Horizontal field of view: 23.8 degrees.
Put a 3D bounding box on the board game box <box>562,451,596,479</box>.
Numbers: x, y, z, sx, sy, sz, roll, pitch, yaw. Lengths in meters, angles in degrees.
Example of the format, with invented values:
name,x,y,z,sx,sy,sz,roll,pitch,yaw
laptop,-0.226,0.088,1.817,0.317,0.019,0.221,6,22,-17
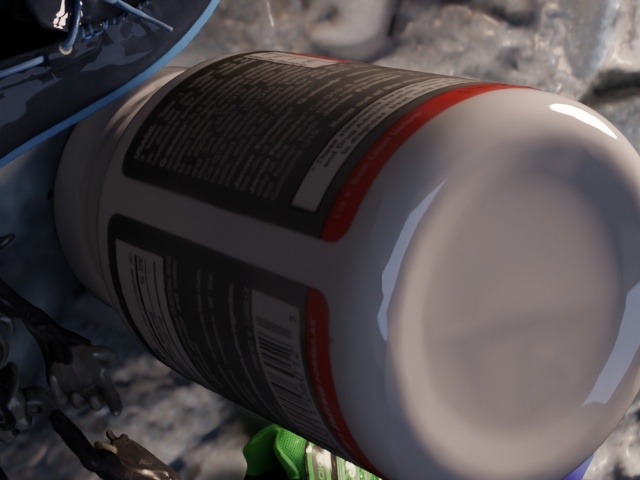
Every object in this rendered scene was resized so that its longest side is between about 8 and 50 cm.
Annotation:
name,x,y,z,sx,sy,sz,roll,pitch,yaw
board game box,0.139,0.046,1.179,0.317,0.046,0.214,35,79,-36

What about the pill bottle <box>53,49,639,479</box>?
name,x,y,z,sx,sy,sz,roll,pitch,yaw
pill bottle,0.000,0.000,0.868,0.210,0.363,0.210,-9,106,-33

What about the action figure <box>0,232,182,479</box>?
name,x,y,z,sx,sy,sz,roll,pitch,yaw
action figure,-0.190,0.107,0.901,0.164,0.141,0.276,-43,124,-6

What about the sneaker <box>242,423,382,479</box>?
name,x,y,z,sx,sy,sz,roll,pitch,yaw
sneaker,-0.070,0.281,1.049,0.146,0.134,0.344,37,70,-29

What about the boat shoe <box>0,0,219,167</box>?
name,x,y,z,sx,sy,sz,roll,pitch,yaw
boat shoe,-0.158,-0.121,0.883,0.258,0.109,0.089,-44,135,-22
